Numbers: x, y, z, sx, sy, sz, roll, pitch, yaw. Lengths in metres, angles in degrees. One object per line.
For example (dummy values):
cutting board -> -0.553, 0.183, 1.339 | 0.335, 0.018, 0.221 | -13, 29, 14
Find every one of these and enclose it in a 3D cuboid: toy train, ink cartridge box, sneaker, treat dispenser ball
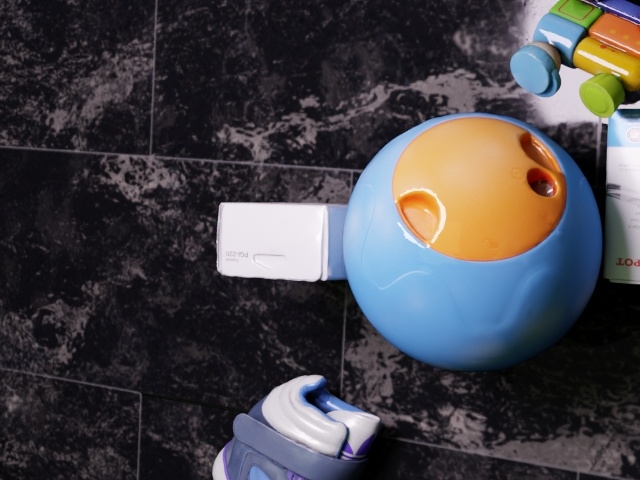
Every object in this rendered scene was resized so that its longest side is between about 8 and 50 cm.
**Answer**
toy train -> 0.338, -0.183, 1.636 | 0.248, 0.143, 0.105 | 30, 149, 29
ink cartridge box -> 0.000, 0.000, 1.837 | 0.158, 0.218, 0.092 | 2, 93, 33
sneaker -> 0.010, 0.326, 1.897 | 0.236, 0.130, 0.323 | -47, 62, 30
treat dispenser ball -> 0.168, 0.002, 1.685 | 0.288, 0.288, 0.288 | 2, 93, 33
ink cartridge box -> 0.389, -0.048, 1.660 | 0.139, 0.082, 0.191 | 4, 96, 34
